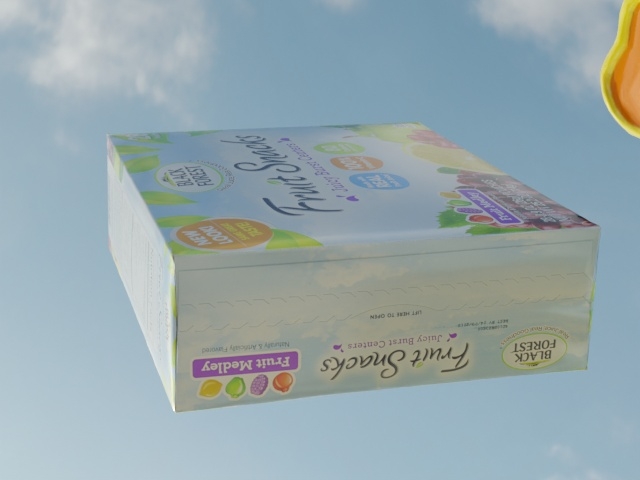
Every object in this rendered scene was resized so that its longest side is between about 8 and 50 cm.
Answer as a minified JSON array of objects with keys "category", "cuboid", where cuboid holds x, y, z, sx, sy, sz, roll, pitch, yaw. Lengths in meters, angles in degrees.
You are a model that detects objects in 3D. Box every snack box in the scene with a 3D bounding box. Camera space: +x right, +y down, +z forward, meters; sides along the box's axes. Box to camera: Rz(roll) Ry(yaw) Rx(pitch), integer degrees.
[{"category":"snack box","cuboid":[0.000,0.000,0.564,0.174,0.207,0.070,-4,-73,-15]}]

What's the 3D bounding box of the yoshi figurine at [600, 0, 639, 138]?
[{"category":"yoshi figurine","cuboid":[0.348,-0.124,0.741,0.362,0.203,0.204,-27,-93,-25]}]
